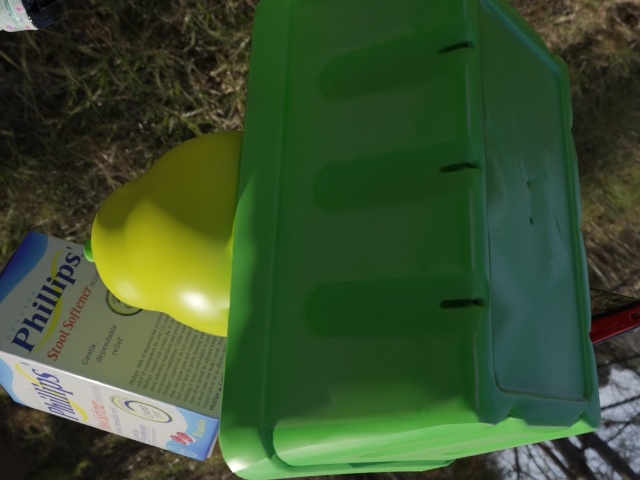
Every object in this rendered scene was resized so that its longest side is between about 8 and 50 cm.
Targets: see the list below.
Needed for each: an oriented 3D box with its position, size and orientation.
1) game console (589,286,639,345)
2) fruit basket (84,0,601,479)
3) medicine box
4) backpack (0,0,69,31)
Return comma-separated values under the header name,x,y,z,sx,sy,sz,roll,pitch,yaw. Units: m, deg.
name,x,y,z,sx,sy,sz,roll,pitch,yaw
game console,0.309,0.158,0.975,0.342,0.060,0.386,-20,178,7
fruit basket,0.000,0.000,0.493,0.283,0.392,0.392,18,125,-43
medicine box,-0.251,0.151,0.766,0.263,0.289,0.149,115,-8,-58
backpack,-0.550,-0.454,1.087,0.115,0.182,0.152,-9,133,3
